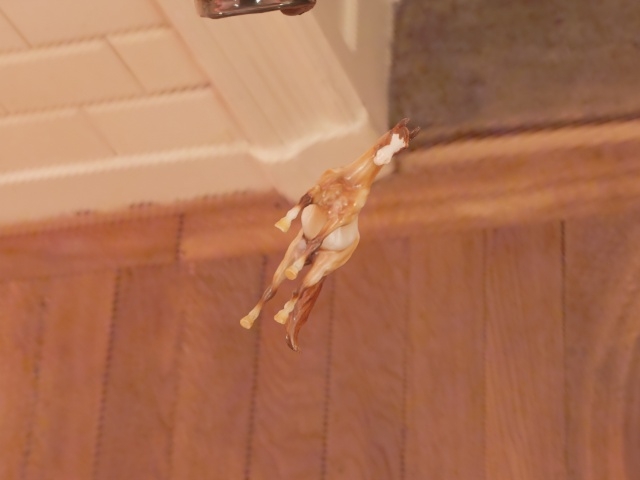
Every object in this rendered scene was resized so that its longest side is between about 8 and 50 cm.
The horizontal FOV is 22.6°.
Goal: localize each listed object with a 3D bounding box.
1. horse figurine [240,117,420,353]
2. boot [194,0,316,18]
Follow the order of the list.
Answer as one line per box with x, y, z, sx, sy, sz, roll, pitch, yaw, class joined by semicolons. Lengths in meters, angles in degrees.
0.000;0.000;1.592;0.066;0.263;0.174;33;53;12;horse figurine
-0.053;-0.179;0.628;0.083;0.161;0.246;-9;25;-4;boot
